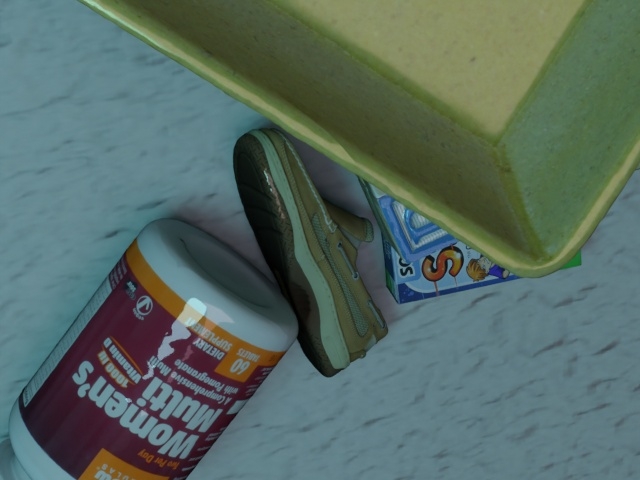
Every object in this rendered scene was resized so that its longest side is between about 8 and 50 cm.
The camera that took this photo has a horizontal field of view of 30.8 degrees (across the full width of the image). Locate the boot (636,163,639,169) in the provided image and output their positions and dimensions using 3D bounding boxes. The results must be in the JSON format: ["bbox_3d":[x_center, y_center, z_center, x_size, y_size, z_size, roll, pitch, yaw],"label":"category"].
[{"bbox_3d":[0.221,-0.183,0.688,0.262,0.095,0.203,-45,138,4],"label":"boot"}]

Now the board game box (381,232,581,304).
[{"bbox_3d":[0.101,-0.066,0.779,0.136,0.035,0.201,-12,113,-7],"label":"board game box"}]

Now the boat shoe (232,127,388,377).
[{"bbox_3d":[0.000,0.000,0.776,0.072,0.068,0.190,-28,126,-14],"label":"boat shoe"}]

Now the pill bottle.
[{"bbox_3d":[-0.123,0.104,0.753,0.121,0.121,0.221,33,102,-23],"label":"pill bottle"}]

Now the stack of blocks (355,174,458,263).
[{"bbox_3d":[0.060,-0.159,0.668,0.171,0.087,0.297,-25,103,-1],"label":"stack of blocks"}]

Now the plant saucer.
[{"bbox_3d":[0.056,-0.203,0.536,0.333,0.081,0.332,31,97,-12],"label":"plant saucer"}]
